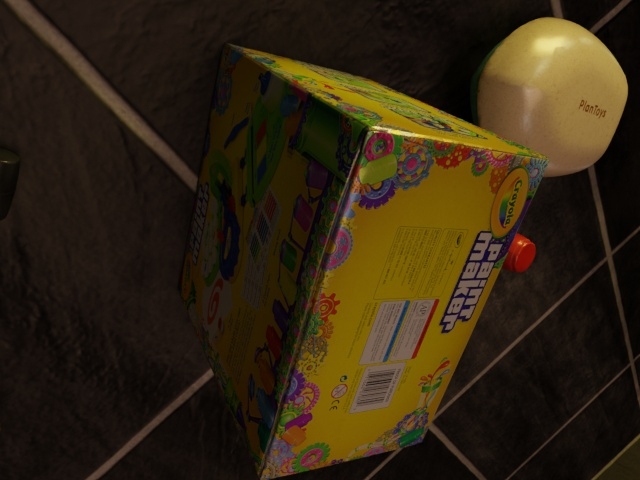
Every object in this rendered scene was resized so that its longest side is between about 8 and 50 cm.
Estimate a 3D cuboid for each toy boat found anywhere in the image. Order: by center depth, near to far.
[{"bbox_3d":[0.256,-0.121,0.684,0.267,0.148,0.318,9,106,-40],"label":"toy boat"}]

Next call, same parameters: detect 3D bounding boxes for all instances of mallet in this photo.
[{"bbox_3d":[-0.343,-0.073,0.410,0.189,0.039,0.062,23,104,-34],"label":"mallet"}]

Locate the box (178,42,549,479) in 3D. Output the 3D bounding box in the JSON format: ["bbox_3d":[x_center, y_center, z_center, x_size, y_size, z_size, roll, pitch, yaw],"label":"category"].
[{"bbox_3d":[0.000,0.000,0.498,0.177,0.279,0.290,1,118,-31],"label":"box"}]
